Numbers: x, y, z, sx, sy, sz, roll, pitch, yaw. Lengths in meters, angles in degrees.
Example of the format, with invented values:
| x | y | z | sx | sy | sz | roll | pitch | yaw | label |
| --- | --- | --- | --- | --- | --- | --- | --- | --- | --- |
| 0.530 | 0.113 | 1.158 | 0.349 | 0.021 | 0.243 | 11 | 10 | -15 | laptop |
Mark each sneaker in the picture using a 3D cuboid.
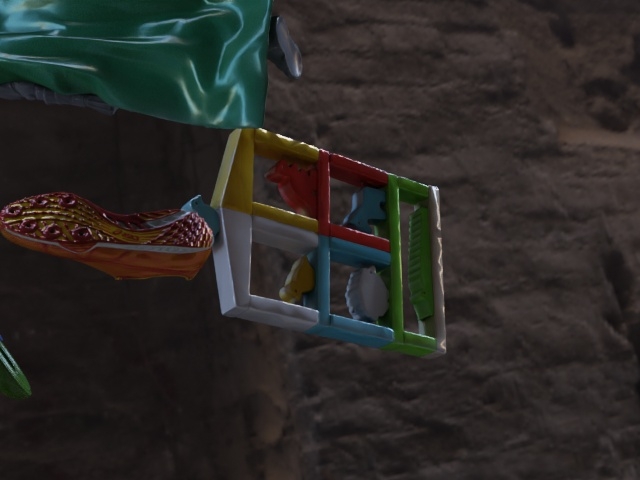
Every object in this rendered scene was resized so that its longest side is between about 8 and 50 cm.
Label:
| x | y | z | sx | sy | sz | roll | pitch | yaw | label |
| --- | --- | --- | --- | --- | --- | --- | --- | --- | --- |
| -0.176 | 0.006 | 0.843 | 0.175 | 0.064 | 0.067 | 11 | -47 | -19 | sneaker |

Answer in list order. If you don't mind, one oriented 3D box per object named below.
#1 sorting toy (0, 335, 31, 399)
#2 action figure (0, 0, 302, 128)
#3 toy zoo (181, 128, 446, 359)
| x | y | z | sx | sy | sz | roll | pitch | yaw | label |
| --- | --- | --- | --- | --- | --- | --- | --- | --- | --- |
| -0.207 | 0.058 | 0.579 | 0.042 | 0.102 | 0.061 | -35 | -11 | -12 | sorting toy |
| -0.120 | -0.113 | 0.540 | 0.232 | 0.137 | 0.063 | 1 | -22 | 23 | action figure |
| 0.000 | 0.000 | 1.014 | 0.293 | 0.192 | 0.030 | 16 | -29 | -30 | toy zoo |
